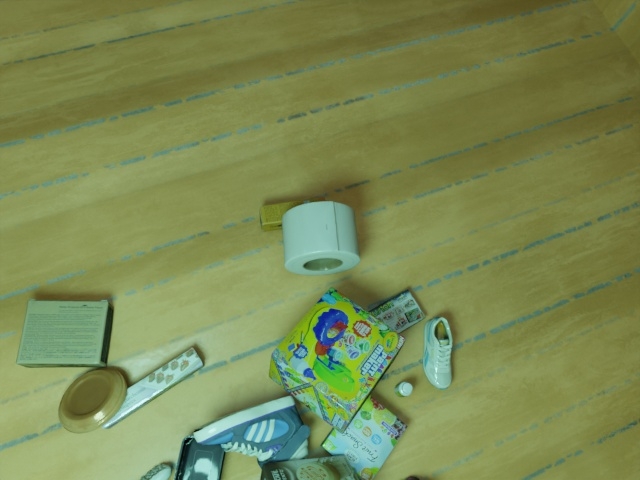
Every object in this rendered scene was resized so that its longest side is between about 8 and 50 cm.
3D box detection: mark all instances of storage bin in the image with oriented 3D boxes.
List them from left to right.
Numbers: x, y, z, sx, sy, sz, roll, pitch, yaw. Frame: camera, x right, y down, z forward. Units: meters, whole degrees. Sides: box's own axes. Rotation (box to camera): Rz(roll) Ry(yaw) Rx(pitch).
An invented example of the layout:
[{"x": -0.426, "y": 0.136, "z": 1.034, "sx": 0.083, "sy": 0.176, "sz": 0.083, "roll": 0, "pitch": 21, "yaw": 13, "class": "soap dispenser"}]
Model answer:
[{"x": -0.343, "y": 0.652, "z": 1.421, "sx": 0.122, "sy": 0.084, "sz": 0.180, "roll": 10, "pitch": 69, "yaw": -3, "class": "storage bin"}]

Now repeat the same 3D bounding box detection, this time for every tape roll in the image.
[{"x": 0.000, "y": 0.000, "z": 1.631, "sx": 0.246, "sy": 0.246, "sz": 0.169, "roll": -2, "pitch": 70, "yaw": -7, "class": "tape roll"}]

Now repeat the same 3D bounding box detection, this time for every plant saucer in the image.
[{"x": -0.657, "y": 0.449, "z": 1.439, "sx": 0.200, "sy": 0.037, "sz": 0.200, "roll": -7, "pitch": 43, "yaw": 7, "class": "plant saucer"}]

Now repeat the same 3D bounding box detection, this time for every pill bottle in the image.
[{"x": 0.260, "y": 0.464, "z": 1.565, "sx": 0.043, "sy": 0.083, "sz": 0.043, "roll": 2, "pitch": 69, "yaw": -6, "class": "pill bottle"}]

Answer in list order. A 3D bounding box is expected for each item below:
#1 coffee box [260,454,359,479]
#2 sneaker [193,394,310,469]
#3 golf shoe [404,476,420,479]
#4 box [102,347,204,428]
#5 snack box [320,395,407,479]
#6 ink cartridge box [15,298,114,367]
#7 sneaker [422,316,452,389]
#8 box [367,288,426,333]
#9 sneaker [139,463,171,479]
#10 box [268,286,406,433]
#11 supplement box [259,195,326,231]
[{"x": -0.026, "y": 0.670, "z": 1.343, "sx": 0.246, "sy": 0.141, "sz": 0.098, "roll": 4, "pitch": 105, "yaw": -23, "class": "coffee box"}, {"x": -0.174, "y": 0.587, "z": 1.400, "sx": 0.322, "sy": 0.130, "sz": 0.236, "roll": -7, "pitch": 73, "yaw": -38, "class": "sneaker"}, {"x": 0.191, "y": 0.769, "z": 1.421, "sx": 0.273, "sy": 0.120, "sz": 0.105, "roll": -32, "pitch": 77, "yaw": -16, "class": "golf shoe"}, {"x": -0.503, "y": 0.438, "z": 1.496, "sx": 0.324, "sy": 0.067, "sz": 0.063, "roll": -31, "pitch": 75, "yaw": -18, "class": "box"}, {"x": 0.130, "y": 0.588, "z": 1.509, "sx": 0.174, "sy": 0.070, "sz": 0.207, "roll": 37, "pitch": 71, "yaw": 9, "class": "snack box"}, {"x": -0.762, "y": 0.282, "z": 1.514, "sx": 0.234, "sy": 0.088, "sz": 0.193, "roll": 2, "pitch": 67, "yaw": -5, "class": "ink cartridge box"}, {"x": 0.381, "y": 0.360, "z": 1.616, "sx": 0.087, "sy": 0.092, "sz": 0.229, "roll": 0, "pitch": 70, "yaw": -8, "class": "sneaker"}, {"x": 0.233, "y": 0.259, "z": 1.668, "sx": 0.207, "sy": 0.036, "sz": 0.114, "roll": -26, "pitch": 74, "yaw": -16, "class": "box"}, {"x": -0.495, "y": 0.725, "z": 1.384, "sx": 0.235, "sy": 0.090, "sz": 0.095, "roll": -43, "pitch": 92, "yaw": -16, "class": "sneaker"}, {"x": 0.048, "y": 0.348, "z": 1.486, "sx": 0.279, "sy": 0.177, "sz": 0.290, "roll": 33, "pitch": 55, "yaw": 16, "class": "box"}, {"x": -0.094, "y": -0.091, "z": 1.744, "sx": 0.233, "sy": 0.078, "sz": 0.080, "roll": -11, "pitch": 70, "yaw": -11, "class": "supplement box"}]
